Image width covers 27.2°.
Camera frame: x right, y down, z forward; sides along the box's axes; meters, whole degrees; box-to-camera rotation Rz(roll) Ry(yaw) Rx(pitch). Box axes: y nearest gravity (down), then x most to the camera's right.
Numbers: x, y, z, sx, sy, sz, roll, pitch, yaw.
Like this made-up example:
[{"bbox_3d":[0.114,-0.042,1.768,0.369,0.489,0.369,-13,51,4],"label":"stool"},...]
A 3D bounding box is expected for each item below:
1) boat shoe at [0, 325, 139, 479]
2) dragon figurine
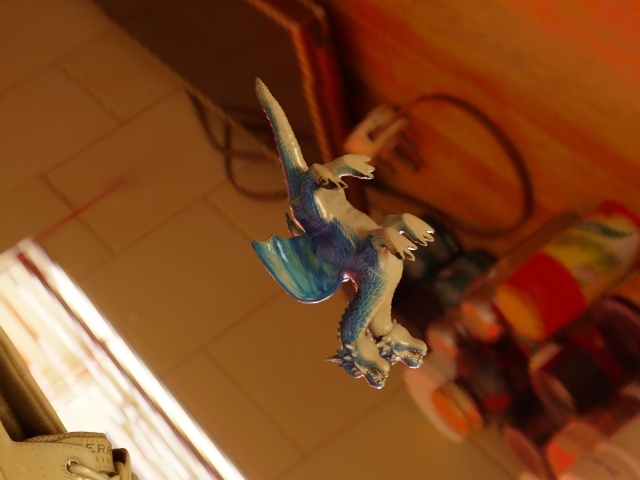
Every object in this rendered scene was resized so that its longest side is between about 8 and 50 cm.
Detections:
[{"bbox_3d":[-0.176,0.168,0.840,0.341,0.110,0.122,45,-176,23],"label":"boat shoe"},{"bbox_3d":[0.000,0.000,1.173,0.289,0.085,0.144,45,121,2],"label":"dragon figurine"}]
